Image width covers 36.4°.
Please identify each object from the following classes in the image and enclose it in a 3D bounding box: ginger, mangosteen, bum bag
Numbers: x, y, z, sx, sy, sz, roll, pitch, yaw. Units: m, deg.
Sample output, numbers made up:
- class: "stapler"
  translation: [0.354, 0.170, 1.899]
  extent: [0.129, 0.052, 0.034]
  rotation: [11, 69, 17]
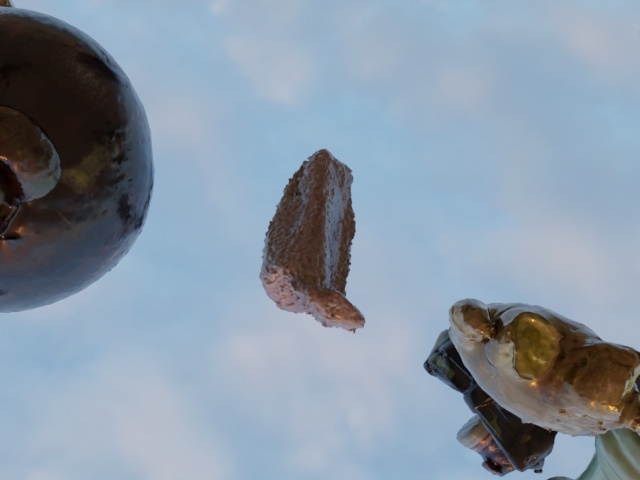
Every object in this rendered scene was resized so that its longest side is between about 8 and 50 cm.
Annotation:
- class: "ginger"
  translation: [0.213, 0.117, 0.886]
  extent: [0.216, 0.157, 0.102]
  rotation: [27, -110, 11]
- class: "mangosteen"
  translation: [-0.233, -0.050, 0.683]
  extent: [0.228, 0.228, 0.265]
  rotation: [21, -167, -5]
- class: "bum bag"
  translation: [0.213, 0.176, 1.189]
  extent: [0.106, 0.060, 0.232]
  rotation: [-38, -137, -2]

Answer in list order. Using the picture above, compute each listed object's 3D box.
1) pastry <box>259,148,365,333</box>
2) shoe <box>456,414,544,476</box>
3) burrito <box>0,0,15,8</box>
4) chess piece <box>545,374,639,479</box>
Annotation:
- class: "pastry"
  translation: [-0.012, 0.007, 1.185]
  extent: [0.103, 0.112, 0.265]
  rotation: [51, -155, -38]
- class: "shoe"
  translation: [0.309, 0.276, 1.438]
  extent: [0.227, 0.099, 0.125]
  rotation: [-24, -109, -34]
- class: "burrito"
  translation: [-0.320, -0.193, 0.996]
  extent: [0.060, 0.226, 0.087]
  rotation: [-35, -100, -10]
- class: "chess piece"
  translation: [0.369, 0.310, 1.228]
  extent: [0.194, 0.299, 0.194]
  rotation: [17, -138, -16]
